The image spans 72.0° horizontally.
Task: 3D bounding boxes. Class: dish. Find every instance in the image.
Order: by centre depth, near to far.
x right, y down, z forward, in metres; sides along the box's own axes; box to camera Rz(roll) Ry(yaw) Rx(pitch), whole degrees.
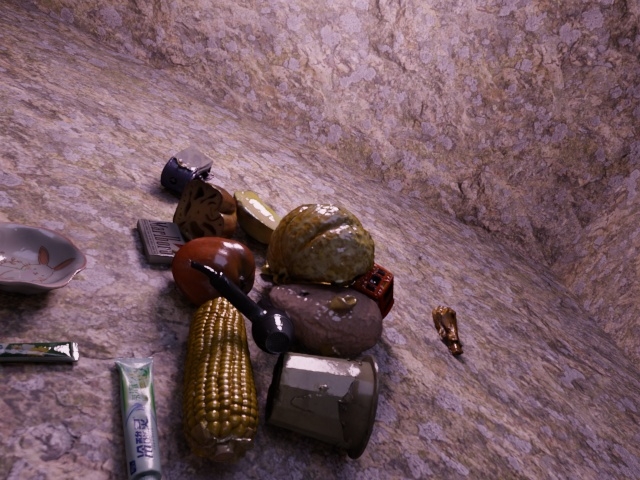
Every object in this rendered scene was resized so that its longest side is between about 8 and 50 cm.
[{"bbox_3d":[-0.614,0.053,0.907,0.229,0.081,0.229,25,20,-10],"label":"dish"}]

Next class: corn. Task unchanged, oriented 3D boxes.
[{"bbox_3d":[-0.205,0.259,0.880,0.143,0.144,0.387,16,23,-26],"label":"corn"}]

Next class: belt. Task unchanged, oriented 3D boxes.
[{"bbox_3d":[-0.464,-0.238,1.570,0.126,0.140,0.230,27,22,-2],"label":"belt"}]

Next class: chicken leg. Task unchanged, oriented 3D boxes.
[{"bbox_3d":[0.457,0.312,1.565,0.085,0.101,0.208,-6,40,-3],"label":"chicken leg"}]

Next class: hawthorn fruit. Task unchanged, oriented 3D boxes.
[{"bbox_3d":[-0.291,0.073,1.120,0.251,0.200,0.199,19,19,24],"label":"hawthorn fruit"}]

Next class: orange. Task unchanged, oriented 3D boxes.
[{"bbox_3d":[0.000,0.000,1.247,0.270,0.211,0.368,-6,5,-30],"label":"orange"}]

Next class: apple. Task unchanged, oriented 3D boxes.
[{"bbox_3d":[-0.219,-0.068,1.501,0.265,0.120,0.193,41,13,20],"label":"apple"}]

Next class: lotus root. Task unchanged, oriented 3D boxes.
[{"bbox_3d":[-0.323,-0.076,1.367,0.199,0.188,0.180,37,14,22],"label":"lotus root"}]

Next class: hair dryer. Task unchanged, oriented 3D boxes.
[{"bbox_3d":[-0.169,0.118,0.948,0.272,0.091,0.235,48,-4,-18],"label":"hair dryer"}]

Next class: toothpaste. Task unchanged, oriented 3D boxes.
[{"bbox_3d":[-0.315,0.313,0.766,0.074,0.048,0.297,9,27,-32],"label":"toothpaste"},{"bbox_3d":[-0.535,0.196,0.768,0.204,0.032,0.049,10,31,-40],"label":"toothpaste"}]

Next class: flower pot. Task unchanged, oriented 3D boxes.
[{"bbox_3d":[-0.001,0.322,0.914,0.202,0.212,0.212,16,26,-9],"label":"flower pot"}]

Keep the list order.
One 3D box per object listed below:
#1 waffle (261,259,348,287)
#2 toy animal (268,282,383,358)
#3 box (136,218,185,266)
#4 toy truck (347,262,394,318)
[{"bbox_3d":[-0.033,0.118,1.441,0.311,0.060,0.307,35,27,14],"label":"waffle"},{"bbox_3d":[0.044,0.213,1.158,0.358,0.188,0.226,12,6,-36],"label":"toy animal"},{"bbox_3d":[-0.444,0.004,1.240,0.115,0.036,0.177,9,30,-38],"label":"box"},{"bbox_3d":[0.160,0.165,1.336,0.114,0.107,0.253,27,-22,22],"label":"toy truck"}]
